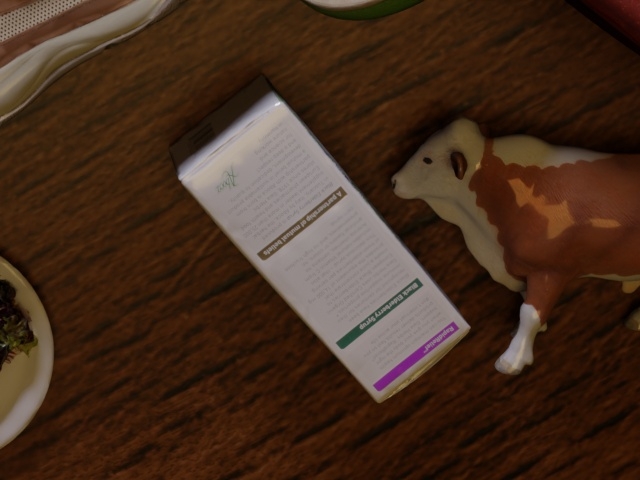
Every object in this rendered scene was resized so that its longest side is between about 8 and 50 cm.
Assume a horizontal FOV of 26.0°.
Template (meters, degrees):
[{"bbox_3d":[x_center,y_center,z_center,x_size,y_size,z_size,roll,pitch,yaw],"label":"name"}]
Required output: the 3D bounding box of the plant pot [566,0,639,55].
[{"bbox_3d":[0.278,-0.225,0.928,0.235,0.267,0.267,22,104,-7],"label":"plant pot"}]

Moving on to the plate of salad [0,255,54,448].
[{"bbox_3d":[-0.300,0.089,1.032,0.200,0.048,0.200,-3,109,-9],"label":"plate of salad"}]

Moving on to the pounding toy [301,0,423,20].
[{"bbox_3d":[0.087,-0.236,0.945,0.110,0.183,0.237,31,98,-45],"label":"pounding toy"}]

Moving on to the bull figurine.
[{"bbox_3d":[0.208,-0.002,1.069,0.310,0.101,0.188,0,113,-8],"label":"bull figurine"}]

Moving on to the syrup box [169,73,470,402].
[{"bbox_3d":[0.000,0.000,1.032,0.096,0.093,0.237,-38,112,4],"label":"syrup box"}]

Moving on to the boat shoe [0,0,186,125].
[{"bbox_3d":[-0.166,-0.185,0.923,0.324,0.123,0.116,-35,110,1],"label":"boat shoe"}]
